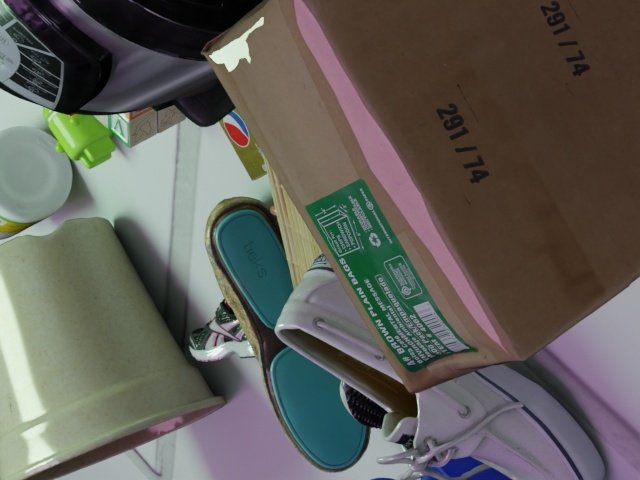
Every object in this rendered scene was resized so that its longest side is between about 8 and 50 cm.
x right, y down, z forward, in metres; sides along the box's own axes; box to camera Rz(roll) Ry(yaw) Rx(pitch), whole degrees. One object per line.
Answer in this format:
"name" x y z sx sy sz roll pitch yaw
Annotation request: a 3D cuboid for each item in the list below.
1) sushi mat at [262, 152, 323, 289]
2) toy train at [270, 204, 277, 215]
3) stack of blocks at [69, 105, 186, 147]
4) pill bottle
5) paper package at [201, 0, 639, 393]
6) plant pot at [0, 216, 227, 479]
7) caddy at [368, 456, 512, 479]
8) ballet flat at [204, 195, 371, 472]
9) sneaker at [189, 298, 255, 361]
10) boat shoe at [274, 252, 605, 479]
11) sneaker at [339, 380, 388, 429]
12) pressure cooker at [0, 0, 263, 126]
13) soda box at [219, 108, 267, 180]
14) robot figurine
"sushi mat" 0.010 0.010 1.738 0.151 0.019 0.316 36 155 31
"toy train" 0.000 0.000 1.849 0.166 0.046 0.125 24 137 46
"stack of blocks" -0.287 -0.240 2.025 0.297 0.087 0.171 41 147 29
"pill bottle" -0.459 -0.074 2.403 0.136 0.136 0.245 62 151 -5
"paper package" 0.126 -0.098 1.287 0.325 0.309 0.168 59 152 -3
"plant pot" -0.338 0.145 2.281 0.334 0.334 0.305 -35 76 61
"caddy" 0.172 0.361 1.727 0.341 0.241 0.179 36 140 36
"ballet flat" -0.037 0.103 1.957 0.123 0.123 0.348 -5 113 59
"sneaker" -0.109 0.106 2.116 0.178 0.072 0.077 -10 97 51
"boat shoe" 0.106 0.174 1.657 0.367 0.156 0.136 40 152 -2
"sneaker" 0.057 0.167 1.847 0.075 0.057 0.161 42 -172 38
"pressure cooker" -0.178 -0.300 1.522 0.420 0.375 0.370 -11 77 60
"soda box" -0.086 -0.161 1.818 0.181 0.058 0.061 61 151 -3
"robot figurine" -0.317 -0.151 2.177 0.115 0.067 0.101 55 153 7
